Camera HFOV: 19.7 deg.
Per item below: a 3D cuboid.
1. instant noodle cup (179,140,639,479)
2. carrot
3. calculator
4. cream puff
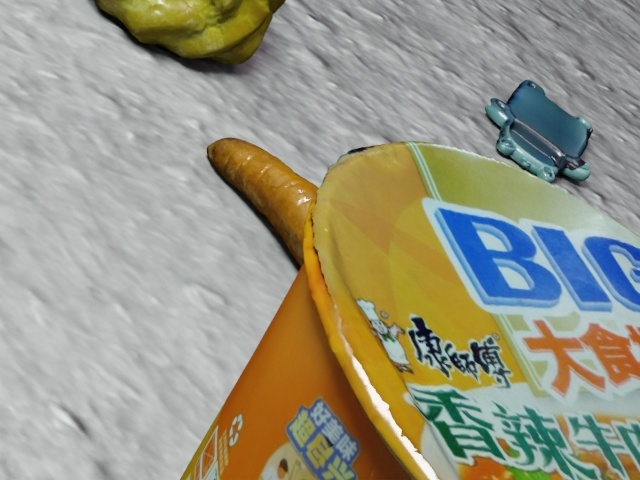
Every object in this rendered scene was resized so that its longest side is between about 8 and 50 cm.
[{"bbox_3d":[0.060,0.137,0.688,0.296,0.214,0.296,28,28,-17],"label":"instant noodle cup"},{"bbox_3d":[0.000,0.000,1.037,0.047,0.047,0.191,-3,44,-53],"label":"carrot"},{"bbox_3d":[0.168,-0.081,1.402,0.094,0.019,0.141,37,27,1],"label":"calculator"},{"bbox_3d":[-0.075,-0.189,1.175,0.146,0.116,0.146,32,24,-16],"label":"cream puff"}]
